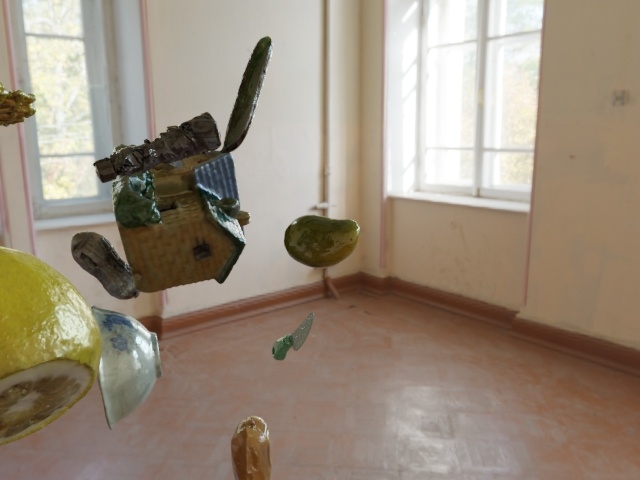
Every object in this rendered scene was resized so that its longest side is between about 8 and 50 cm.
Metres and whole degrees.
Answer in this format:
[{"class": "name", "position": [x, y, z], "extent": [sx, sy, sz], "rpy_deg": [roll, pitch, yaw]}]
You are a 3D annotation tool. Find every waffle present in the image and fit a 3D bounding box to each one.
[{"class": "waffle", "position": [-0.707, -0.266, 1.120], "extent": [0.243, 0.059, 0.238], "rpy_deg": [-14, -3, 1]}]

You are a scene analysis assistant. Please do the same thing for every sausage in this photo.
[{"class": "sausage", "position": [-0.206, 0.643, 1.653], "extent": [0.120, 0.241, 0.136], "rpy_deg": [-5, 9, -17]}]

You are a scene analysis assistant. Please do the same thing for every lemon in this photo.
[{"class": "lemon", "position": [-0.404, 0.117, 0.671], "extent": [0.240, 0.240, 0.219], "rpy_deg": [-13, 58, -48]}]

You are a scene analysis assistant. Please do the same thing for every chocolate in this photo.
[{"class": "chocolate", "position": [-0.613, 0.073, 1.588], "extent": [0.110, 0.248, 0.110], "rpy_deg": [-37, 8, 6]}]

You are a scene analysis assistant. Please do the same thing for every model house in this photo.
[{"class": "model house", "position": [-0.357, -0.075, 1.507], "extent": [0.342, 0.334, 0.382], "rpy_deg": [-11, 32, -12]}]

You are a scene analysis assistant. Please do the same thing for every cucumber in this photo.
[{"class": "cucumber", "position": [-0.158, -0.318, 1.217], "extent": [0.056, 0.284, 0.056], "rpy_deg": [17, -8, 2]}]

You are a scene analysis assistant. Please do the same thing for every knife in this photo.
[{"class": "knife", "position": [-0.071, 0.262, 1.455], "extent": [0.034, 0.063, 0.260], "rpy_deg": [7, -30, -24]}]

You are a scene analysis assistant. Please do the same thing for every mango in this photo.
[{"class": "mango", "position": [-0.002, 0.003, 1.271], "extent": [0.191, 0.122, 0.085], "rpy_deg": [9, -6, 36]}]

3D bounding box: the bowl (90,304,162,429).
[{"class": "bowl", "position": [-0.483, 0.305, 1.407], "extent": [0.146, 0.313, 0.313], "rpy_deg": [-10, 14, -17]}]

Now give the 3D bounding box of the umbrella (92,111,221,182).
[{"class": "umbrella", "position": [-0.285, -0.159, 0.971], "extent": [0.224, 0.080, 0.071], "rpy_deg": [-28, 59, -23]}]
